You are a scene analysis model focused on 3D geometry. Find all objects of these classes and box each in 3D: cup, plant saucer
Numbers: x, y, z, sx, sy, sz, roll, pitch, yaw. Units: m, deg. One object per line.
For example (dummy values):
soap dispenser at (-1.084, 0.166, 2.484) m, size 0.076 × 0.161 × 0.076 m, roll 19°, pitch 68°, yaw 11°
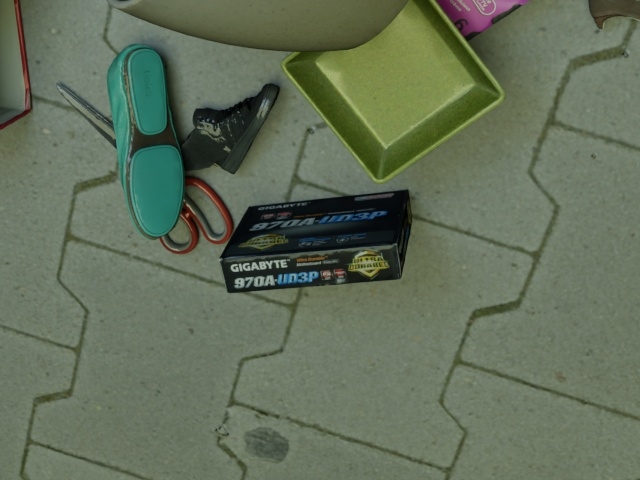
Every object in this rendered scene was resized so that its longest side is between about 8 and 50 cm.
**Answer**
cup at (-0.027, -0.321, 1.069) m, size 0.237 × 0.331 × 0.331 m, roll 27°, pitch 118°, yaw -30°
plant saucer at (0.084, -0.189, 1.226) m, size 0.188 × 0.045 × 0.188 m, roll -34°, pitch 105°, yaw 23°

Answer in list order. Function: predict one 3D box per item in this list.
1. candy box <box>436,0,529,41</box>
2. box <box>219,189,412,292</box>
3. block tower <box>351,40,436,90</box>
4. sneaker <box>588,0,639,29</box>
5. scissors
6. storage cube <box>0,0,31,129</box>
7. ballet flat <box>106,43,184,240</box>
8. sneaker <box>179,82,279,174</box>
candy box at (0.208, -0.350, 1.220) m, size 0.233 × 0.071 × 0.159 m, roll -32°, pitch 104°, yaw 20°
box at (0.000, 0.000, 1.350) m, size 0.220 × 0.175 × 0.051 m, roll -5°, pitch 113°, yaw 12°
block tower at (0.027, -0.330, 1.249) m, size 0.097 × 0.091 × 0.335 m, roll -31°, pitch 104°, yaw 21°
sneaker at (0.404, -0.281, 1.230) m, size 0.188 × 0.066 × 0.071 m, roll 3°, pitch 130°, yaw 14°
scissors at (-0.229, -0.108, 1.432) m, size 0.109 × 0.021 × 0.297 m, roll -27°, pitch 105°, yaw 21°
storage cube at (-0.495, -0.230, 1.333) m, size 0.193 × 0.183 × 0.215 m, roll 3°, pitch 114°, yaw 10°
ballet flat at (-0.226, -0.126, 1.376) m, size 0.083 × 0.087 × 0.247 m, roll -9°, pitch 99°, yaw -29°
sneaker at (-0.125, -0.147, 1.374) m, size 0.089 × 0.051 × 0.170 m, roll 29°, pitch 124°, yaw -5°
